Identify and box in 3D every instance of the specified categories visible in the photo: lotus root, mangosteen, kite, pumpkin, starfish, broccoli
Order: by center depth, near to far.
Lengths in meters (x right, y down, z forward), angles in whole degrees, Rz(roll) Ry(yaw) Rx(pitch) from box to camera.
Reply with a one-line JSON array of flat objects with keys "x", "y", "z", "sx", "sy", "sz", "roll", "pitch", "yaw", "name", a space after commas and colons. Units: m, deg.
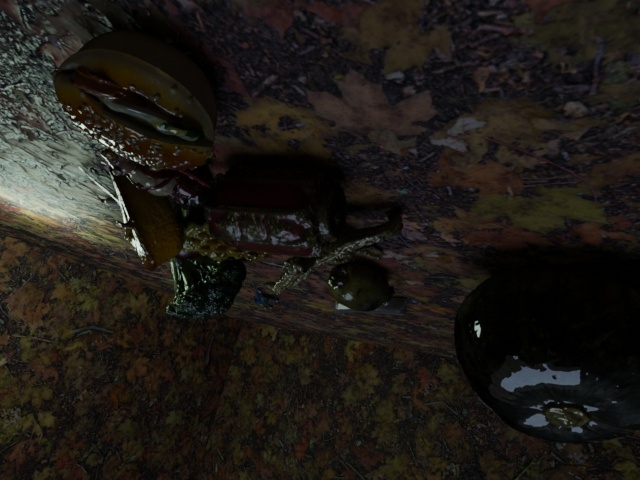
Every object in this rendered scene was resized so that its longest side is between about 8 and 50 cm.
[{"x": 0.533, "y": 0.240, "z": 0.972, "sx": 0.453, "sy": 0.344, "sz": 0.455, "roll": 14, "pitch": 140, "yaw": 12, "name": "pumpkin"}, {"x": 0.024, "y": 0.041, "z": 1.035, "sx": 0.323, "sy": 0.083, "sz": 0.432, "roll": -21, "pitch": 169, "yaw": -12, "name": "starfish"}, {"x": -0.521, "y": -0.084, "z": 1.172, "sx": 0.267, "sy": 0.013, "sz": 0.323, "roll": 28, "pitch": 162, "yaw": 41, "name": "kite"}, {"x": -0.362, "y": -0.027, "z": 1.181, "sx": 0.146, "sy": 0.156, "sz": 0.181, "roll": 51, "pitch": 137, "yaw": -2, "name": "mangosteen"}, {"x": 0.136, "y": 0.151, "z": 1.340, "sx": 0.153, "sy": 0.154, "sz": 0.278, "roll": -3, "pitch": 161, "yaw": 42, "name": "lotus root"}, {"x": -0.421, "y": 0.139, "z": 1.556, "sx": 0.283, "sy": 0.321, "sz": 0.304, "roll": 46, "pitch": 148, "yaw": 0, "name": "broccoli"}]

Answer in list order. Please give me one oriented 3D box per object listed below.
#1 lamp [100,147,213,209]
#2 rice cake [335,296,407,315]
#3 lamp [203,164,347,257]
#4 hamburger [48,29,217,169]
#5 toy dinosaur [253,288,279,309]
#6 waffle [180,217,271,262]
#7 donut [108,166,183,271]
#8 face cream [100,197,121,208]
[{"x": -0.327, "y": -0.150, "z": 0.823, "sx": 0.118, "sy": 0.119, "sz": 0.253, "roll": -1, "pitch": 158, "yaw": 40, "name": "lamp"}, {"x": 0.200, "y": 0.257, "z": 1.730, "sx": 0.364, "sy": 0.073, "sz": 0.056, "roll": -7, "pitch": 151, "yaw": 43, "name": "rice cake"}, {"x": -0.088, "y": -0.057, "z": 0.829, "sx": 0.273, "sy": 0.177, "sz": 0.177, "roll": 6, "pitch": 161, "yaw": 22, "name": "lamp"}, {"x": -0.251, "y": -0.183, "z": 0.605, "sx": 0.236, "sy": 0.148, "sz": 0.237, "roll": 16, "pitch": 164, "yaw": 5, "name": "hamburger"}, {"x": -0.335, "y": 0.298, "z": 2.303, "sx": 0.247, "sy": 0.075, "sz": 0.188, "roll": 2, "pitch": 150, "yaw": 48, "name": "toy dinosaur"}, {"x": -0.185, "y": -0.011, "z": 1.083, "sx": 0.324, "sy": 0.068, "sz": 0.302, "roll": -7, "pitch": 163, "yaw": 5, "name": "waffle"}, {"x": -0.400, "y": -0.060, "z": 0.968, "sx": 0.118, "sy": 0.254, "sz": 0.253, "roll": -27, "pitch": 178, "yaw": -24, "name": "donut"}, {"x": -0.625, "y": -0.113, "z": 1.304, "sx": 0.083, "sy": 0.021, "sz": 0.040, "roll": 10, "pitch": 161, "yaw": 14, "name": "face cream"}]
